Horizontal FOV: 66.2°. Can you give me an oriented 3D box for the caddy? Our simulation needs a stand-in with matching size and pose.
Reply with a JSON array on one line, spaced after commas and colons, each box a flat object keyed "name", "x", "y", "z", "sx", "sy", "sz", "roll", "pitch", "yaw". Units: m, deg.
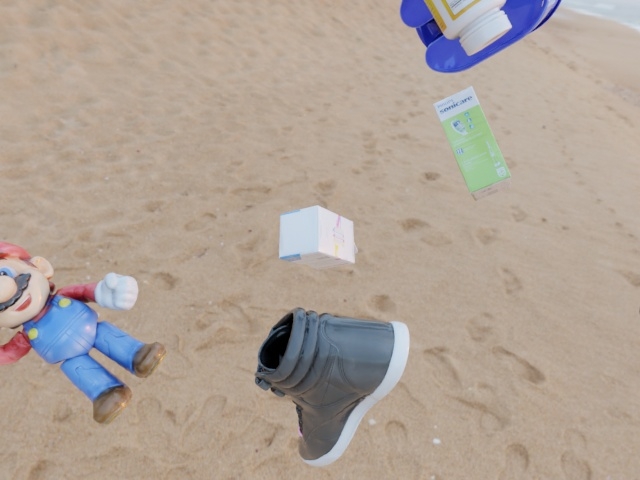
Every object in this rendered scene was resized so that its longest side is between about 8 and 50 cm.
[{"name": "caddy", "x": 0.340, "y": -0.514, "z": 1.044, "sx": 0.341, "sy": 0.241, "sz": 0.179, "roll": -20, "pitch": 20, "yaw": 44}]

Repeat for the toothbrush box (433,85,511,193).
[{"name": "toothbrush box", "x": 0.451, "y": -0.276, "z": 1.448, "sx": 0.122, "sy": 0.283, "sz": 0.206, "roll": -22, "pitch": -9, "yaw": 19}]

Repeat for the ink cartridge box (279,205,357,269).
[{"name": "ink cartridge box", "x": 0.000, "y": 0.000, "z": 0.956, "sx": 0.092, "sy": 0.089, "sz": 0.143, "roll": -11, "pitch": -18, "yaw": 33}]

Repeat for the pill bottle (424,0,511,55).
[{"name": "pill bottle", "x": 0.239, "y": -0.436, "z": 0.850, "sx": 0.117, "sy": 0.214, "sz": 0.117, "roll": -31, "pitch": 4, "yaw": 2}]

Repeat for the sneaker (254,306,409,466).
[{"name": "sneaker", "x": -0.017, "y": 0.181, "z": 0.611, "sx": 0.147, "sy": 0.295, "sz": 0.104, "roll": 18, "pitch": 41, "yaw": -7}]

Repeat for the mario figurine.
[{"name": "mario figurine", "x": -0.384, "y": 0.117, "z": 0.686, "sx": 0.321, "sy": 0.170, "sz": 0.198, "roll": 38, "pitch": 30, "yaw": -8}]
